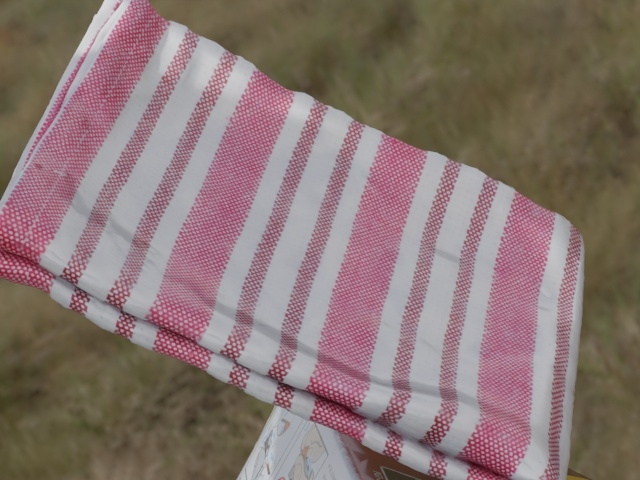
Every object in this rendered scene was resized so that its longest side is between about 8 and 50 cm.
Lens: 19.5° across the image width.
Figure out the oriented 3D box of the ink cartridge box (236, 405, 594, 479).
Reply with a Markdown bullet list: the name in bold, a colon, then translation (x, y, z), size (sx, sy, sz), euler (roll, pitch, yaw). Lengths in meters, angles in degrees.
- **ink cartridge box**: translation (0.104, 0.189, 0.618), size (0.130, 0.271, 0.309), euler (-62, 16, 10)

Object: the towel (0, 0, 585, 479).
- **towel**: translation (0.000, 0.000, 0.605), size (0.029, 0.197, 0.144), euler (-59, 9, 36)
